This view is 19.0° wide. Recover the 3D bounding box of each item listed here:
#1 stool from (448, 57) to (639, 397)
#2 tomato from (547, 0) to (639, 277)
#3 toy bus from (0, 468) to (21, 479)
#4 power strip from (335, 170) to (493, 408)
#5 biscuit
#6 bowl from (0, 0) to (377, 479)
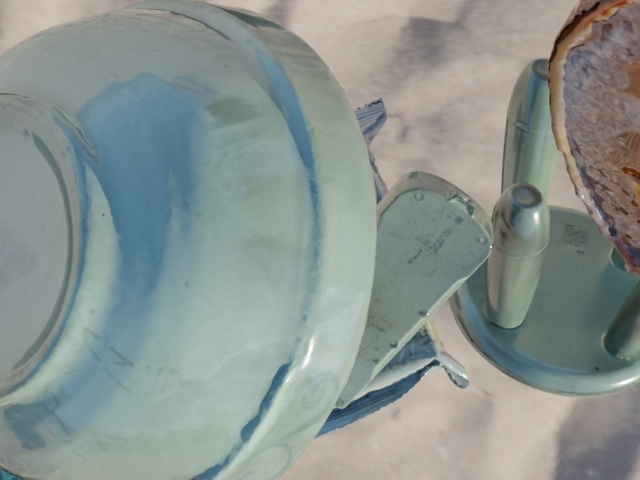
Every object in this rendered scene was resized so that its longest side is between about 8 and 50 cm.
[{"bbox_3d":[0.218,-0.006,1.517,0.195,0.195,0.198,16,137,-2],"label":"stool"},{"bbox_3d":[0.283,-0.062,0.947,0.338,0.338,0.143,38,65,-16],"label":"tomato"},{"bbox_3d":[-0.315,0.145,1.620,0.091,0.109,0.261,-15,67,-39],"label":"toy bus"},{"bbox_3d":[0.035,0.040,1.342,0.080,0.029,0.227,35,120,-12],"label":"power strip"},{"bbox_3d":[0.019,0.028,1.886,0.186,0.079,0.309,-19,80,6],"label":"biscuit"},{"bbox_3d":[-0.126,0.007,1.079,0.163,0.307,0.307,7,98,-48],"label":"bowl"}]
